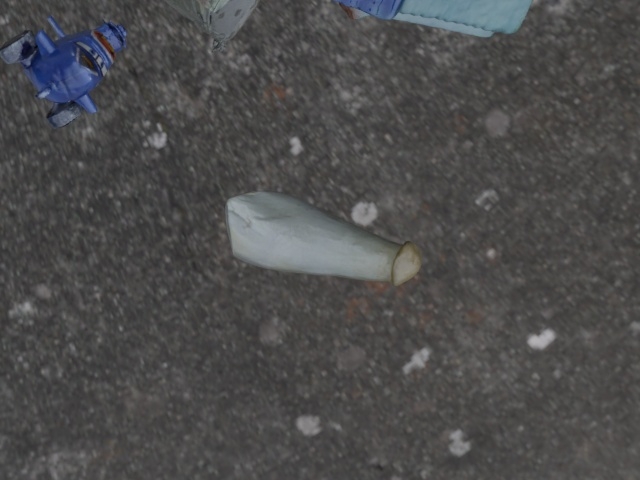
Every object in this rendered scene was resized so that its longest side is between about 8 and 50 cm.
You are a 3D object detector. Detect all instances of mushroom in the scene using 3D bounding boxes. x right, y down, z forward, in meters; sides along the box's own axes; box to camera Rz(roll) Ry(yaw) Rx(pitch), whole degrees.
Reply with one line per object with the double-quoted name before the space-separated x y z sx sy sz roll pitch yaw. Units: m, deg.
"mushroom" 0.000 0.000 1.526 0.270 0.118 0.103 12 92 -8

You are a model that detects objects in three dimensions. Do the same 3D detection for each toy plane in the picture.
"toy plane" -0.142 -0.103 0.641 0.062 0.167 0.054 -36 111 -9

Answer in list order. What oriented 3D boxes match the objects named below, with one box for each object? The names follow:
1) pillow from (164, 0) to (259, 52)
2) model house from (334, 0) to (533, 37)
"pillow" -0.180 -0.376 1.535 0.169 0.255 0.059 -58 156 10
"model house" 0.051 -0.365 1.177 0.329 0.295 0.252 -4 134 -25
